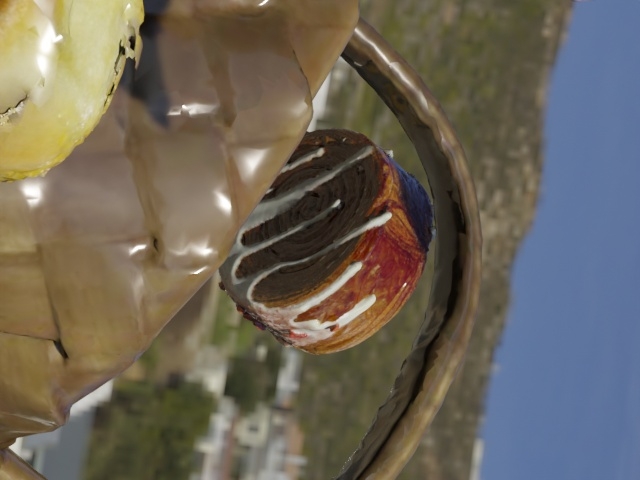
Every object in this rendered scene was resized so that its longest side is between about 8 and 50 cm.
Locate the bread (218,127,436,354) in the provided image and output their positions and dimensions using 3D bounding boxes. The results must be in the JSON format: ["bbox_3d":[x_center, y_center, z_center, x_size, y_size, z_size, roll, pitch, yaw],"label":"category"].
[{"bbox_3d":[0.000,0.000,1.421,0.160,0.073,0.160,-18,-125,27],"label":"bread"}]

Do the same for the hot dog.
[{"bbox_3d":[-0.150,-0.083,0.553,0.289,0.068,0.083,24,-78,40],"label":"hot dog"}]

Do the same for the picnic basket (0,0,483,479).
[{"bbox_3d":[-0.067,-0.003,0.870,0.293,0.337,0.337,-60,-178,-22],"label":"picnic basket"}]
